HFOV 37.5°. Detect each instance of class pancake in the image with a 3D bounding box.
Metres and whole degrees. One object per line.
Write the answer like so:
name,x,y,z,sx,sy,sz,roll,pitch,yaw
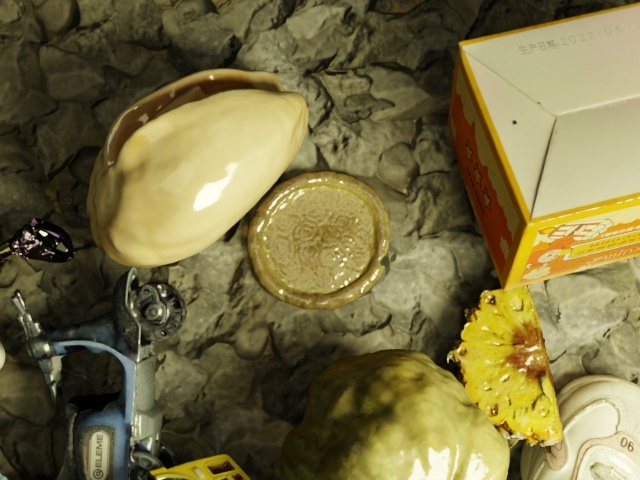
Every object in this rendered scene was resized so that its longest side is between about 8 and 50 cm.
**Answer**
pancake,0.000,0.000,1.265,0.199,0.021,0.199,0,87,-3

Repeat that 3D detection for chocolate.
chocolate,-0.401,0.014,1.234,0.147,0.072,0.070,-22,46,-11

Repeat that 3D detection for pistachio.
pistachio,-0.155,-0.094,1.191,0.318,0.214,0.193,-35,45,-11

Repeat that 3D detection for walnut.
walnut,0.083,0.281,1.123,0.253,0.277,0.282,-19,114,-26

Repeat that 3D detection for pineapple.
pineapple,0.224,0.158,1.210,0.135,0.079,0.233,-14,60,20

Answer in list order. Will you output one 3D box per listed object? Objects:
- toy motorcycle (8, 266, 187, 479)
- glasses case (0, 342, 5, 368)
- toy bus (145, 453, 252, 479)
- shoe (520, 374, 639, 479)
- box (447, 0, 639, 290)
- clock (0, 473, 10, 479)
toy motorcycle,-0.283,0.210,1.188,0.213,0.125,0.358,4,89,2
glasses case,-0.485,0.100,1.224,0.074,0.049,0.193,-36,89,-4
toy bus,-0.076,0.384,1.039,0.151,0.331,0.145,-11,123,-37
shoe,0.337,0.343,1.167,0.172,0.198,0.351,23,87,-3
box,0.330,-0.116,1.167,0.284,0.214,0.259,-14,67,-2
clock,-0.398,0.345,1.059,0.194,0.195,0.100,28,100,9
